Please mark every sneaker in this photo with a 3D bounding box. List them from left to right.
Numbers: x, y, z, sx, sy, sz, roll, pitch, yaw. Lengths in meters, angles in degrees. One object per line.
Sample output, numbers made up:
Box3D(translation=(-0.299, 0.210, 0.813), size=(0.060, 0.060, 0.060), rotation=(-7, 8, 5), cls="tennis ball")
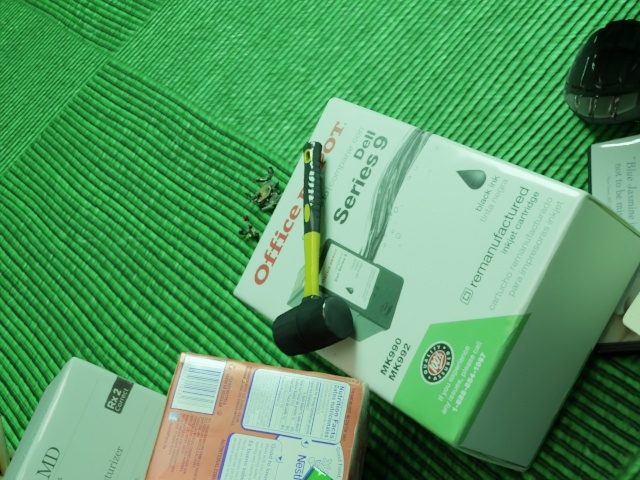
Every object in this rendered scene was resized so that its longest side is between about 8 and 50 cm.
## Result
Box3D(translation=(0.317, -0.131, 0.853), size=(0.267, 0.106, 0.101), rotation=(16, 86, 63), cls="sneaker")

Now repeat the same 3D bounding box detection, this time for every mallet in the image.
Box3D(translation=(0.000, 0.000, 0.817), size=(0.062, 0.039, 0.189), rotation=(-14, 61, 41), cls="mallet")

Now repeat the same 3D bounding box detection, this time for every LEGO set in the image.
Box3D(translation=(-0.063, -0.040, 1.101), size=(0.054, 0.023, 0.083), rotation=(31, 91, 47), cls="LEGO set")

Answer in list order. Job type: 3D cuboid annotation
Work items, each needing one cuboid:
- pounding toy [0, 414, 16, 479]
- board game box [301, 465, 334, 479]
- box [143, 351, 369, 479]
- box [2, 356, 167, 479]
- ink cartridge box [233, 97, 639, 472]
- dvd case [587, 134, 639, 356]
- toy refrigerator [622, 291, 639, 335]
Box3D(translation=(-0.328, 0.246, 0.984), size=(0.100, 0.130, 0.141), rotation=(-21, 48, 21), cls="pounding toy")
Box3D(translation=(0.076, 0.232, 0.659), size=(0.136, 0.201, 0.035), rotation=(28, 76, 45), cls="board game box")
Box3D(translation=(-0.059, 0.254, 0.745), size=(0.154, 0.142, 0.300), rotation=(7, 60, 8), cls="box")
Box3D(translation=(-0.216, 0.221, 0.879), size=(0.182, 0.119, 0.181), rotation=(-39, 28, 61), cls="box")
Box3D(translation=(0.086, 0.026, 0.839), size=(0.289, 0.121, 0.211), rotation=(28, 92, 45), cls="ink cartridge box")
Box3D(translation=(0.322, -0.010, 0.745), size=(0.253, 0.022, 0.180), rotation=(-10, 69, 38), cls="dvd case")
Box3D(translation=(0.328, -0.025, 0.660), size=(0.094, 0.102, 0.269), rotation=(40, 102, 41), cls="toy refrigerator")
